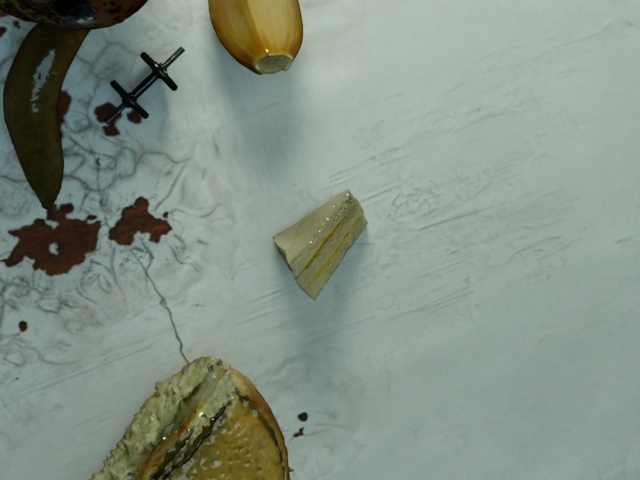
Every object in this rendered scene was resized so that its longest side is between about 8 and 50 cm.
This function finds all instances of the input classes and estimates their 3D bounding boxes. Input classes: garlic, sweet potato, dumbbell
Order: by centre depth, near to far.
[{"bbox_3d":[-0.359,-0.213,1.478,0.108,0.079,0.346,7,105,-51],"label":"sweet potato"},{"bbox_3d":[-0.096,-0.329,1.511,0.115,0.128,0.207,-6,108,27],"label":"garlic"},{"bbox_3d":[-0.239,-0.210,1.520,0.147,0.069,0.069,-45,116,-1],"label":"dumbbell"}]

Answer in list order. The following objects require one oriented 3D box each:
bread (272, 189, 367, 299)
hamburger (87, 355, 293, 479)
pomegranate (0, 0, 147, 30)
[{"bbox_3d":[0.013,0.004,1.660,0.152,0.105,0.077,-34,122,-5],"label":"bread"},{"bbox_3d":[-0.185,0.404,1.632,0.287,0.268,0.445,36,89,-24],"label":"hamburger"},{"bbox_3d":[-0.308,-0.384,1.281,0.285,0.340,0.285,1,97,10],"label":"pomegranate"}]
